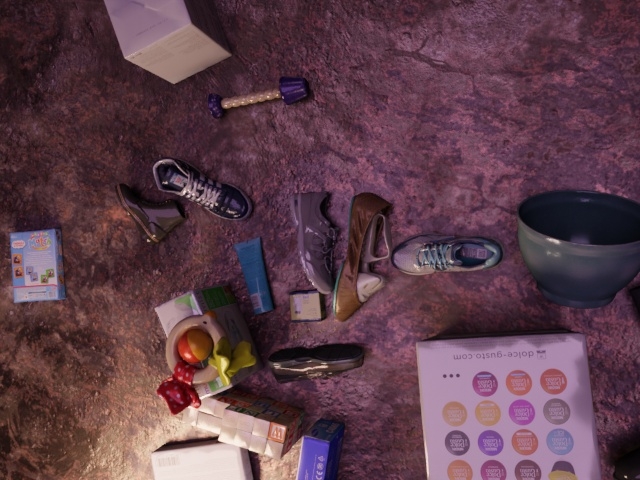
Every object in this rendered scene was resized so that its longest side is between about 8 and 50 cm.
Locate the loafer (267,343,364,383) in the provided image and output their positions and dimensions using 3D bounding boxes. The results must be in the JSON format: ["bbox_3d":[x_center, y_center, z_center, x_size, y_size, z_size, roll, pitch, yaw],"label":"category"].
[{"bbox_3d":[-0.006,0.331,1.667,0.267,0.096,0.084,-7,108,21],"label":"loafer"}]

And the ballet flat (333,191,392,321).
[{"bbox_3d":[0.119,0.048,1.609,0.124,0.116,0.343,10,87,29],"label":"ballet flat"}]

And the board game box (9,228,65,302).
[{"bbox_3d":[-0.854,0.076,1.899,0.160,0.039,0.212,-4,90,14],"label":"board game box"}]

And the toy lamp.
[{"bbox_3d":[-0.166,-0.388,1.703,0.274,0.080,0.080,-10,88,15],"label":"toy lamp"}]

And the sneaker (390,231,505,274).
[{"bbox_3d":[0.310,0.028,1.557,0.282,0.122,0.110,-6,89,15],"label":"sneaker"}]

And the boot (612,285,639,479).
[{"bbox_3d":[0.793,0.312,1.420,0.366,0.146,0.445,-15,89,6],"label":"boot"}]

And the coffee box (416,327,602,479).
[{"bbox_3d":[0.414,0.375,1.406,0.337,0.338,0.335,-5,82,15],"label":"coffee box"}]

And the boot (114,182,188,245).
[{"bbox_3d":[-0.479,-0.105,1.792,0.137,0.077,0.198,-34,95,7],"label":"boot"}]

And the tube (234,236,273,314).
[{"bbox_3d":[-0.178,0.098,1.724,0.080,0.052,0.207,-16,81,9],"label":"tube"}]

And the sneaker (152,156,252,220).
[{"bbox_3d":[-0.328,-0.138,1.704,0.282,0.153,0.099,30,98,12],"label":"sneaker"}]

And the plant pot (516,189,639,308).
[{"bbox_3d":[0.589,0.030,1.426,0.293,0.293,0.196,4,117,14],"label":"plant pot"}]

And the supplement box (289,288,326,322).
[{"bbox_3d":[-0.034,0.174,1.679,0.083,0.056,0.083,-5,89,14],"label":"supplement box"}]

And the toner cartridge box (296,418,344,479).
[{"bbox_3d":[-0.015,0.655,1.620,0.075,0.165,0.348,9,92,14],"label":"toner cartridge box"}]

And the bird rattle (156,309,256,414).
[{"bbox_3d":[-0.288,0.283,1.499,0.253,0.143,0.207,-30,71,21],"label":"bird rattle"}]

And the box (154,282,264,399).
[{"bbox_3d":[-0.289,0.260,1.656,0.126,0.231,0.262,-25,83,13],"label":"box"}]

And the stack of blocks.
[{"bbox_3d":[-0.209,0.470,1.667,0.297,0.171,0.087,13,93,15],"label":"stack of blocks"}]

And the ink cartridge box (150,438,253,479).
[{"bbox_3d":[-0.321,0.686,1.753,0.275,0.060,0.239,-11,88,14],"label":"ink cartridge box"}]

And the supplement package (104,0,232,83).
[{"bbox_3d":[-0.398,-0.573,1.665,0.199,0.262,0.198,-22,84,13],"label":"supplement package"}]

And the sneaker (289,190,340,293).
[{"bbox_3d":[0.000,0.000,1.645,0.115,0.105,0.281,-15,86,14],"label":"sneaker"}]
